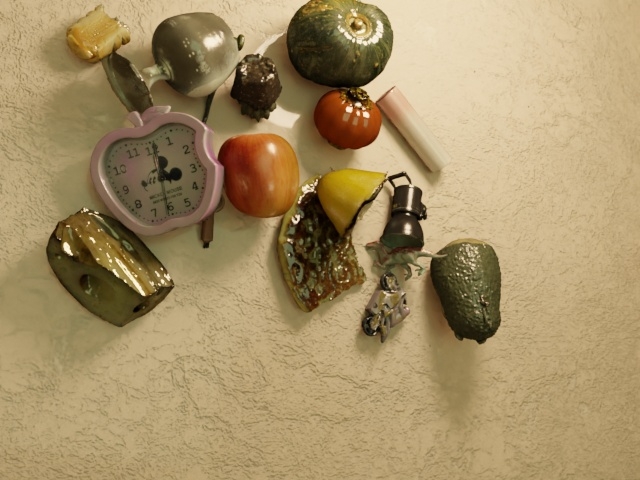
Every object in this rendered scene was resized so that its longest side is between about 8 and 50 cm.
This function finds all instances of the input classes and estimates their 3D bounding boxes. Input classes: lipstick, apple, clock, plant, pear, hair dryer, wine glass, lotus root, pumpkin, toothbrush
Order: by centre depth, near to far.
[{"bbox_3d":[-0.551,0.074,1.430,0.314,0.142,0.210,48,28,-8],"label":"lotus root"},{"bbox_3d":[-0.420,-0.180,1.457,0.339,0.102,0.338,0,95,4],"label":"clock"},{"bbox_3d":[-0.397,-0.489,1.528,0.323,0.238,0.238,-36,99,-29],"label":"wine glass"},{"bbox_3d":[-0.181,-0.184,1.585,0.242,0.242,0.240,-11,103,-27],"label":"apple"},{"bbox_3d":[-0.324,-0.066,1.585,0.064,0.117,0.181,0,107,-27],"label":"hair dryer"},{"bbox_3d":[-0.191,-0.453,1.649,0.132,0.194,0.129,32,66,8],"label":"plant"},{"bbox_3d":[-0.327,-0.440,1.662,0.031,0.030,0.297,20,75,-12],"label":"toothbrush"},{"bbox_3d":[0.076,-0.140,1.691,0.178,0.267,0.266,32,69,5],"label":"pear"},{"bbox_3d":[0.056,-0.629,1.747,0.328,0.257,0.291,18,65,-15],"label":"pumpkin"},{"bbox_3d":[0.329,-0.387,1.941,0.327,0.087,0.087,49,66,-12],"label":"lipstick"}]

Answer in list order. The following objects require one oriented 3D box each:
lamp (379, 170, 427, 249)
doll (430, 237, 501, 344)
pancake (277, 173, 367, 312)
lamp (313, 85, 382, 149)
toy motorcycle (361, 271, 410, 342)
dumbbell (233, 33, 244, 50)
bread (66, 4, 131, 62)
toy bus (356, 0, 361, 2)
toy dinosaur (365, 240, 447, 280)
[{"bbox_3d":[0.293,-0.092,1.868,0.172,0.147,0.227,27,64,-34],"label":"lamp"},{"bbox_3d":[0.498,0.169,1.869,0.248,0.247,0.349,6,60,-25],"label":"doll"},{"bbox_3d":[-0.004,0.001,1.750,0.305,0.067,0.426,-7,85,-34],"label":"pancake"},{"bbox_3d":[0.088,-0.388,1.764,0.223,0.196,0.223,15,38,-12],"label":"lamp"},{"bbox_3d":[0.226,0.226,1.814,0.152,0.073,0.225,32,70,-22],"label":"toy motorcycle"},{"bbox_3d":[-0.292,-0.619,1.694,0.118,0.046,0.052,9,85,-25],"label":"dumbbell"},{"bbox_3d":[-0.605,-0.560,1.511,0.119,0.084,0.177,48,66,-11],"label":"bread"},{"bbox_3d":[0.128,-0.747,1.904,0.077,0.079,0.174,-41,101,-15],"label":"toy bus"},{"bbox_3d":[0.290,0.050,1.831,0.242,0.053,0.167,-19,98,12],"label":"toy dinosaur"}]
